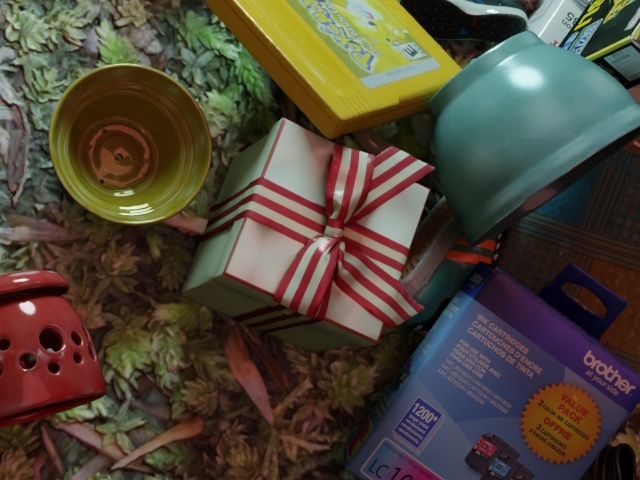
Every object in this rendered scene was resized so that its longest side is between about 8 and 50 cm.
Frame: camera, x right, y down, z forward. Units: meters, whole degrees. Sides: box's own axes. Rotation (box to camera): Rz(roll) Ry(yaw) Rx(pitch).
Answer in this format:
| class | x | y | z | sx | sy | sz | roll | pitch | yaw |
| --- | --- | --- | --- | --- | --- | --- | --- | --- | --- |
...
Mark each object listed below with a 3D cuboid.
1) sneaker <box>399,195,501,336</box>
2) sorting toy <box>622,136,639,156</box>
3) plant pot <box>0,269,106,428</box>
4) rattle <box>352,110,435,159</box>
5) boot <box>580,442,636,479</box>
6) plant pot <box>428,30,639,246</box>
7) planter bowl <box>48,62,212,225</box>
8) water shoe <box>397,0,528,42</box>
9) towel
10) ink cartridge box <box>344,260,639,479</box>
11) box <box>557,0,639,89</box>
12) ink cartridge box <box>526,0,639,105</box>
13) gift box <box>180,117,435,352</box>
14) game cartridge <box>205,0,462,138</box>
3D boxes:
| class | x | y | z | sx | sy | sz | roll | pitch | yaw |
| --- | --- | --- | --- | --- | --- | --- | --- | --- | --- |
| sneaker | 0.208 | 0.013 | 1.943 | 0.302 | 0.108 | 0.121 | -47 | 111 | -21 |
| sorting toy | 0.481 | -0.071 | 2.002 | 0.307 | 0.041 | 0.229 | -25 | 98 | 13 |
| plant pot | -0.373 | 0.133 | 1.644 | 0.191 | 0.191 | 0.174 | -11 | 82 | -22 |
| rattle | 0.084 | -0.208 | 1.946 | 0.200 | 0.130 | 0.142 | 24 | 59 | 12 |
| boot | 0.402 | 0.300 | 1.929 | 0.083 | 0.161 | 0.246 | 1 | 81 | -22 |
| plant pot | 0.267 | -0.153 | 1.785 | 0.293 | 0.293 | 0.196 | -30 | 82 | -23 |
| planter bowl | -0.260 | -0.119 | 1.782 | 0.217 | 0.090 | 0.217 | 3 | 80 | -20 |
| water shoe | 0.211 | -0.345 | 2.026 | 0.203 | 0.073 | 0.080 | 12 | 35 | -6 |
| towel | 0.389 | 0.045 | 1.932 | 0.271 | 0.040 | 0.370 | 22 | 88 | 18 |
| ink cartridge box | 0.250 | 0.212 | 1.809 | 0.270 | 0.151 | 0.395 | 36 | 90 | -3 |
| box | 0.463 | -0.338 | 1.882 | 0.079 | 0.257 | 0.322 | 40 | 71 | -10 |
| ink cartridge box | 0.437 | -0.318 | 2.072 | 0.207 | 0.117 | 0.283 | 39 | 70 | -12 |
| gift box | 0.000 | 0.000 | 1.773 | 0.276 | 0.258 | 0.255 | 20 | 75 | -16 |
| game cartridge | 0.024 | -0.276 | 1.817 | 0.285 | 0.052 | 0.324 | 49 | 35 | 14 |
